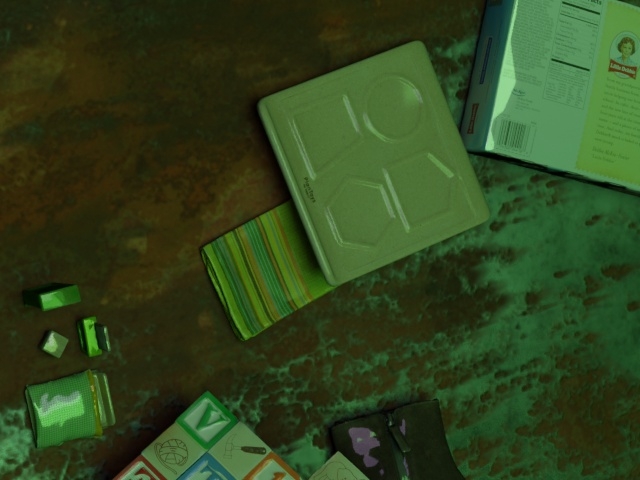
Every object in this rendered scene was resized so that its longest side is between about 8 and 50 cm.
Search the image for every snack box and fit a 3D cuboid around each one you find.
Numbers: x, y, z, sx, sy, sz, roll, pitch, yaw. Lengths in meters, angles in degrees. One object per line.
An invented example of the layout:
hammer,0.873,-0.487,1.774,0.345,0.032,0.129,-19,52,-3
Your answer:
snack box,0.306,-0.149,1.997,0.322,0.060,0.187,13,87,-27

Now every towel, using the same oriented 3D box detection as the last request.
towel,0.000,0.000,1.872,0.237,0.021,0.102,-29,106,-23

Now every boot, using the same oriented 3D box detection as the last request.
boot,0.038,0.282,1.890,0.248,0.090,0.207,-17,86,-21

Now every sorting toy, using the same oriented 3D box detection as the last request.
sorting toy,0.051,-0.076,1.874,0.208,0.038,0.193,-23,92,-29

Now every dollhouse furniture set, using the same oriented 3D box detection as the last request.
dollhouse furniture set,-0.227,0.114,1.741,0.076,0.058,0.152,-14,99,-25

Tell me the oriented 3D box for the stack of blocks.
stack of blocks,-0.028,0.275,1.743,0.297,0.087,0.171,41,70,18
